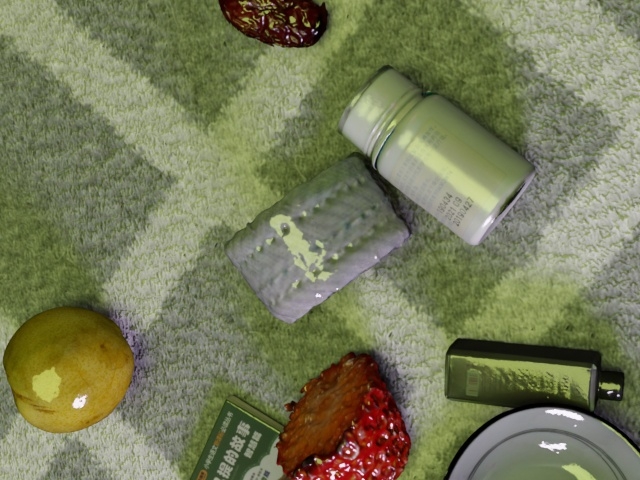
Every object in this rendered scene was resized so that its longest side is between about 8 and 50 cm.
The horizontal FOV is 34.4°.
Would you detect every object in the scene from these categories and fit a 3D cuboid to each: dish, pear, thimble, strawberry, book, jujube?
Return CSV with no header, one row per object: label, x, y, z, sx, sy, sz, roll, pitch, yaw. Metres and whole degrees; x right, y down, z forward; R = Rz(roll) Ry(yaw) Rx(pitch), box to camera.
dish,0.305,0.383,1.400,0.317,0.106,0.316,0,73,-1
pear,-0.406,0.205,1.679,0.209,0.209,0.208,4,100,20
thimble,0.000,0.000,1.485,0.246,0.217,0.157,-36,89,6
strawberry,0.056,0.295,1.531,0.178,0.234,0.234,38,112,-17
book,-0.077,0.400,1.676,0.264,0.027,0.202,29,109,14
jujube,-0.073,-0.333,1.514,0.166,0.104,0.104,32,109,11

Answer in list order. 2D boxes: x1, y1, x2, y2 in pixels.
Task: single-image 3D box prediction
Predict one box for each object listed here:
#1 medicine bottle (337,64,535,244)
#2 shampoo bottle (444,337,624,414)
medicine bottle,0.159,-0.121,1.437,0.258,0.143,0.143,40,110,9
shampoo bottle,0.303,0.194,1.470,0.246,0.079,0.080,4,102,20
